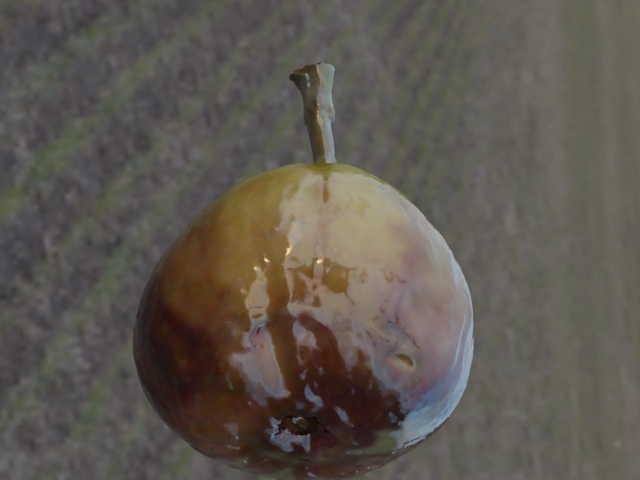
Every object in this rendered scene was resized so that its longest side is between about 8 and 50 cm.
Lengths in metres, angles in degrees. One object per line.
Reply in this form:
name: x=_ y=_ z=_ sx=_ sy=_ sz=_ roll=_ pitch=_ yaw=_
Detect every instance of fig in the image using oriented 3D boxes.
fig: x=-0.002 y=0.001 z=0.908 sx=0.143 sy=0.160 sz=0.230 roll=77 pitch=19 yaw=-74
